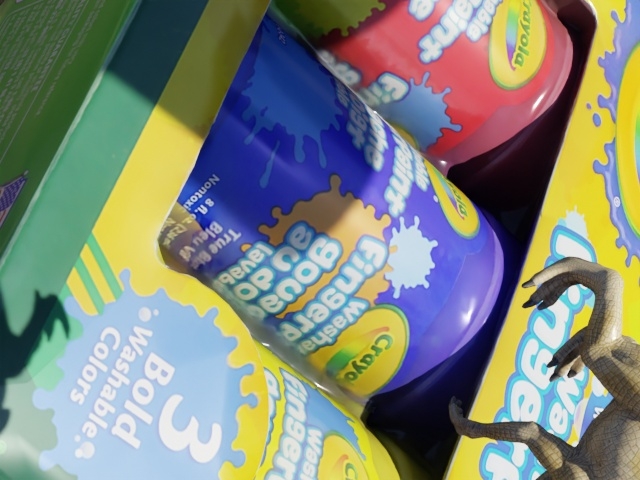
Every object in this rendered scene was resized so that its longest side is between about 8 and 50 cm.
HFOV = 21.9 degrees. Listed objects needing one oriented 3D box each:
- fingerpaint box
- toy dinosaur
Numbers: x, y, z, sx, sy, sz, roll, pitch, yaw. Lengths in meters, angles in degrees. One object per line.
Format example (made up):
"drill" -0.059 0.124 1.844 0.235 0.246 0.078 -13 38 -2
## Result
"fingerpaint box" 0.000 0.000 0.846 0.371 0.163 0.445 41 58 -30
"toy dinosaur" 0.100 0.048 0.493 0.183 0.092 0.053 -51 139 5
